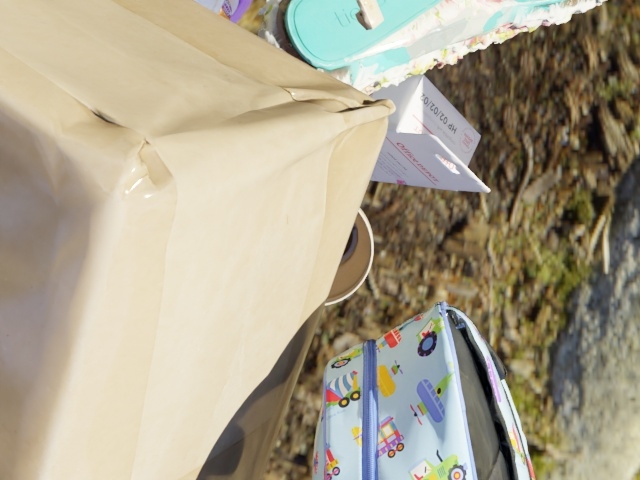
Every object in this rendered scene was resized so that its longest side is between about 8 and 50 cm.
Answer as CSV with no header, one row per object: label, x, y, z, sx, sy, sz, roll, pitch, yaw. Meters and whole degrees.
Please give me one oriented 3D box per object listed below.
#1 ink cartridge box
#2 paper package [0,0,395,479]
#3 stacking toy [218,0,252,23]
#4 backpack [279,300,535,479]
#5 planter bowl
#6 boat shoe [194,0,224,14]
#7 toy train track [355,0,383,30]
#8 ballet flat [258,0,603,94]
ink cartridge box,0.069,-0.099,1.235,0.181,0.062,0.104,10,159,43
paper package,-0.167,0.022,0.639,0.309,0.168,0.325,33,121,27
stacking toy,-0.127,-0.275,1.390,0.165,0.302,0.175,-23,136,5
backpack,0.036,0.118,0.584,0.116,0.158,0.173,-11,81,9
planter bowl,0.000,0.000,1.894,0.162,0.109,0.162,2,101,10
boat shoe,-0.153,-0.112,0.999,0.098,0.096,0.277,29,113,-39
toy train track,0.006,-0.133,0.616,0.014,0.048,0.083,-2,122,44
ballet flat,0.070,-0.138,0.747,0.241,0.077,0.091,-20,84,-17
